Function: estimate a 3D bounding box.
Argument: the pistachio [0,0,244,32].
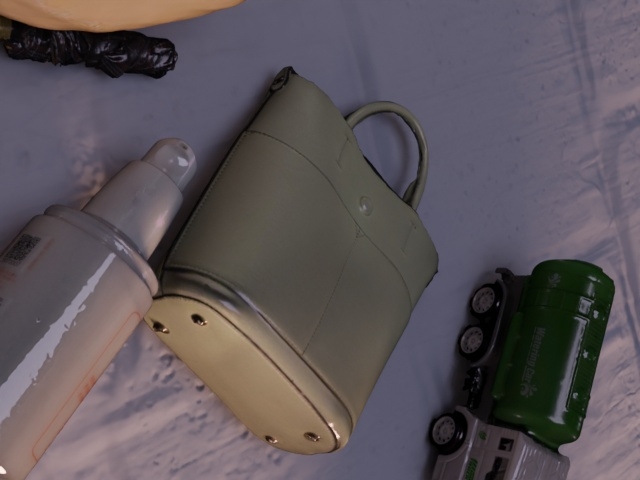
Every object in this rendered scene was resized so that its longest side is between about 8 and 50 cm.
[{"bbox_3d":[-0.129,-0.234,0.603,0.331,0.226,0.208,-29,87,-43],"label":"pistachio"}]

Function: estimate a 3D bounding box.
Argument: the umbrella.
[{"bbox_3d":[-0.169,-0.138,0.679,0.143,0.040,0.037,2,121,-39],"label":"umbrella"}]

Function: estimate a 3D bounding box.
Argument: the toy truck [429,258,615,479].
[{"bbox_3d":[0.195,0.134,0.903,0.101,0.125,0.243,31,71,-34],"label":"toy truck"}]

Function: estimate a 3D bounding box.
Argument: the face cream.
[{"bbox_3d":[-0.164,0.032,0.638,0.101,0.101,0.252,48,61,-26],"label":"face cream"}]

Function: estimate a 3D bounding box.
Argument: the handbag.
[{"bbox_3d":[0.000,0.000,0.801,0.241,0.109,0.315,51,46,-26],"label":"handbag"}]
